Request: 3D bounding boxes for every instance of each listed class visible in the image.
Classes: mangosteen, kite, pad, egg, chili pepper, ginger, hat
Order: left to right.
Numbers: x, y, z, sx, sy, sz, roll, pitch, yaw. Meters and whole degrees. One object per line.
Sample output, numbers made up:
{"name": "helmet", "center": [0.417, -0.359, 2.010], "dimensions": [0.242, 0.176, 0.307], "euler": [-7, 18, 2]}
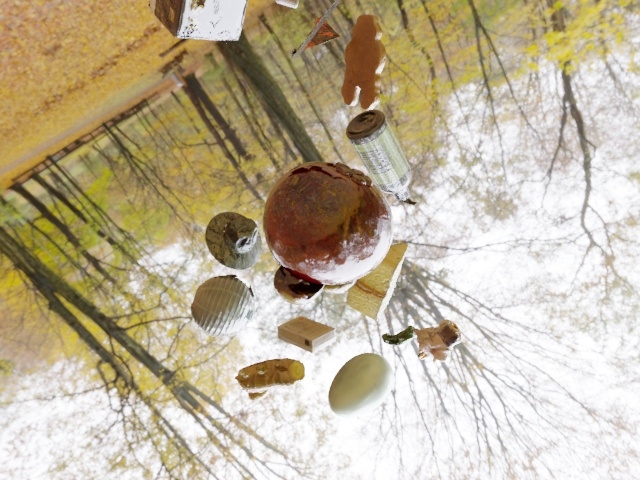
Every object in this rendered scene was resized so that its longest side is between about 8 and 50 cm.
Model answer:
{"name": "hat", "center": [-0.325, -0.026, 1.755], "dimensions": [0.128, 0.265, 0.265], "euler": [-41, -168, 47]}
{"name": "ginger", "center": [-0.138, 0.342, 1.114], "dimensions": [0.205, 0.115, 0.081], "euler": [-34, -173, 24]}
{"name": "mangosteen", "center": [0.000, 0.000, 0.720], "dimensions": [0.215, 0.215, 0.257], "euler": [-109, -140, -65]}
{"name": "kite", "center": [0.010, -0.696, 1.479], "dimensions": [0.125, 0.008, 0.222], "euler": [13, -118, 19]}
{"name": "pad", "center": [0.032, -0.441, 0.795], "dimensions": [0.265, 0.009, 0.159], "euler": [-47, -166, 17]}
{"name": "egg", "center": [0.138, 0.502, 1.516], "dimensions": [0.264, 0.182, 0.183], "euler": [-33, -158, -24]}
{"name": "chili pepper", "center": [0.278, 0.353, 1.590], "dimensions": [0.182, 0.050, 0.073], "euler": [-27, -157, 55]}

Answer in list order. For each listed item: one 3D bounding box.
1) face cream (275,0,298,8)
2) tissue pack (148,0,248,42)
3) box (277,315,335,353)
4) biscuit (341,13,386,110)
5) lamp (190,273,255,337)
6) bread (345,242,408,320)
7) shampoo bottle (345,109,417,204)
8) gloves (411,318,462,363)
{"name": "face cream", "center": [-0.102, -0.658, 1.188], "dimensions": [0.021, 0.083, 0.040], "euler": [122, -25, -55]}
{"name": "tissue pack", "center": [-0.288, -0.703, 1.075], "dimensions": [0.210, 0.198, 0.370], "euler": [-24, 150, -43]}
{"name": "box", "center": [-0.057, 0.371, 1.740], "dimensions": [0.201, 0.058, 0.141], "euler": [11, -160, 41]}
{"name": "biscuit", "center": [0.149, -0.597, 1.472], "dimensions": [0.044, 0.295, 0.186], "euler": [-16, -145, -40]}
{"name": "lamp", "center": [-0.345, 0.238, 1.573], "dimensions": [0.233, 0.233, 0.265], "euler": [-53, -176, -37]}
{"name": "bread", "center": [0.180, 0.129, 1.358], "dimensions": [0.178, 0.266, 0.141], "euler": [1, -139, -7]}
{"name": "shampoo bottle", "center": [0.168, -0.194, 1.111], "dimensions": [0.101, 0.284, 0.101], "euler": [-20, -136, 21]}
{"name": "gloves", "center": [0.348, 0.294, 1.292], "dimensions": [0.144, 0.110, 0.094], "euler": [-24, -175, 29]}
